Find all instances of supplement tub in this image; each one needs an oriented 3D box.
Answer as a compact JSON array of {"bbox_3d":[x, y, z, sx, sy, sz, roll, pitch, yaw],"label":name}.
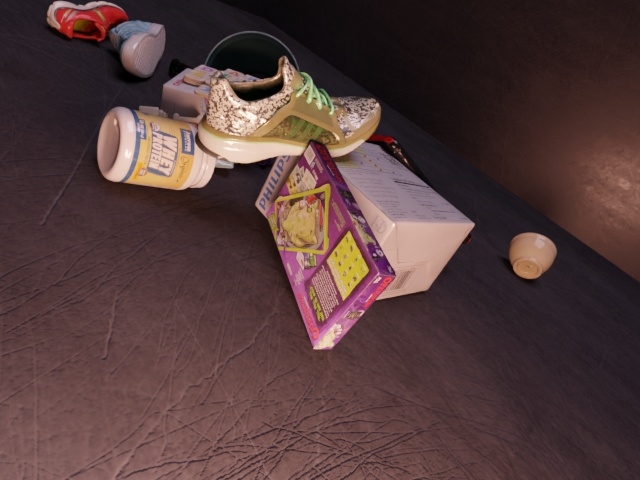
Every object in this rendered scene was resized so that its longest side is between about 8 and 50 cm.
[{"bbox_3d":[-0.331,-0.181,0.986,0.199,0.144,0.144,4,37,-43],"label":"supplement tub"}]

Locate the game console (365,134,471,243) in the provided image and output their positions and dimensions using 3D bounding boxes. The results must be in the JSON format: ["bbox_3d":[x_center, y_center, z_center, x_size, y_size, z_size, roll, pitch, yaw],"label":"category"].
[{"bbox_3d":[0.277,-0.164,1.481,0.386,0.060,0.342,47,5,-15],"label":"game console"}]

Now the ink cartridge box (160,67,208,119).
[{"bbox_3d":[-0.270,-0.360,1.323,0.277,0.117,0.201,15,31,-3],"label":"ink cartridge box"}]

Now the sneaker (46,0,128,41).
[{"bbox_3d":[-0.706,-0.670,1.514,0.118,0.107,0.279,40,37,7],"label":"sneaker"}]

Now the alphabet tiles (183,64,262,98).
[{"bbox_3d":[-0.211,-0.409,1.295,0.283,0.021,0.278,17,31,1],"label":"alphabet tiles"}]

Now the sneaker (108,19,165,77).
[{"bbox_3d":[-0.587,-0.597,1.498,0.149,0.135,0.366,5,29,-8],"label":"sneaker"}]

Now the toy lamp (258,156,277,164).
[{"bbox_3d":[-0.063,-0.243,1.464,0.274,0.080,0.080,3,37,-44],"label":"toy lamp"}]

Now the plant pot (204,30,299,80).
[{"bbox_3d":[-0.211,-0.478,1.534,0.292,0.293,0.196,30,-1,-4],"label":"plant pot"}]

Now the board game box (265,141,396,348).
[{"bbox_3d":[0.000,0.000,0.909,0.056,0.208,0.347,14,39,-38],"label":"board game box"}]

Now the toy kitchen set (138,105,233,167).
[{"bbox_3d":[-0.306,-0.237,1.135,0.206,0.122,0.166,2,9,-10],"label":"toy kitchen set"}]

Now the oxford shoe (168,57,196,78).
[{"bbox_3d":[-0.409,-0.523,1.582,0.096,0.083,0.227,9,34,-46],"label":"oxford shoe"}]

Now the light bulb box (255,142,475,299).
[{"bbox_3d":[0.104,-0.064,1.159,0.357,0.225,0.361,-1,39,-48],"label":"light bulb box"}]

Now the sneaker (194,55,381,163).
[{"bbox_3d":[-0.045,-0.271,0.967,0.409,0.182,0.158,-13,51,-24],"label":"sneaker"}]

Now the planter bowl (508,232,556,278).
[{"bbox_3d":[0.753,0.067,1.738,0.162,0.162,0.109,33,52,3],"label":"planter bowl"}]
